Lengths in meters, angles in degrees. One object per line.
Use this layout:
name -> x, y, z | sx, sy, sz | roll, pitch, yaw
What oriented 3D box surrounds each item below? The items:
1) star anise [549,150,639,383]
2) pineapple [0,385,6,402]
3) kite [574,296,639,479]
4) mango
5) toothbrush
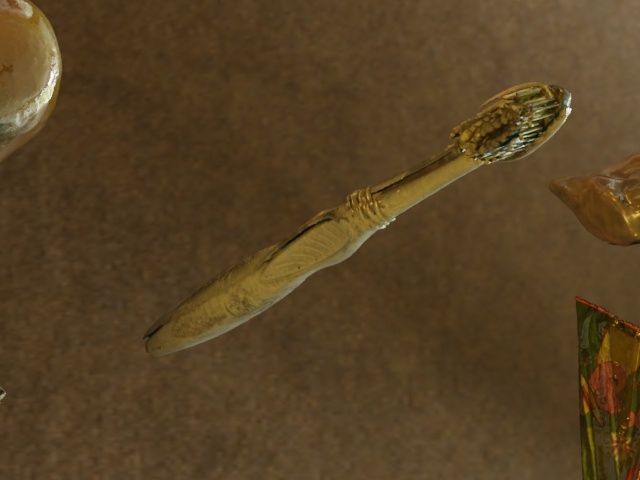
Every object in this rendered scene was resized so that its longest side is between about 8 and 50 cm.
star anise -> 0.187, -0.026, 0.616 | 0.063, 0.208, 0.172 | -52, 131, -64
pineapple -> -0.399, 0.113, 1.618 | 0.221, 0.221, 0.047 | 46, 68, -29
kite -> 0.174, 0.121, 0.681 | 0.016, 0.321, 0.234 | 34, 85, -32
mango -> -0.355, -0.102, 1.292 | 0.193, 0.316, 0.146 | 74, -8, -56
toothbrush -> 0.000, 0.000, 0.968 | 0.042, 0.413, 0.035 | -13, 78, -40
